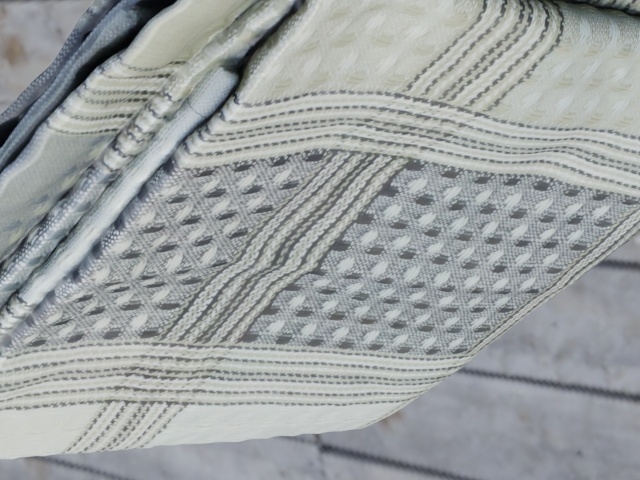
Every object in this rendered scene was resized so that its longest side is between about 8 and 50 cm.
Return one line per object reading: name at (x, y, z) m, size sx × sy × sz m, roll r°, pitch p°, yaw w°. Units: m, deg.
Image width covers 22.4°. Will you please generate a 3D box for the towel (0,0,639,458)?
towel at (0.000, 0.000, 0.625) m, size 0.312 × 0.324 × 0.056 m, roll -40°, pitch 57°, yaw 37°
